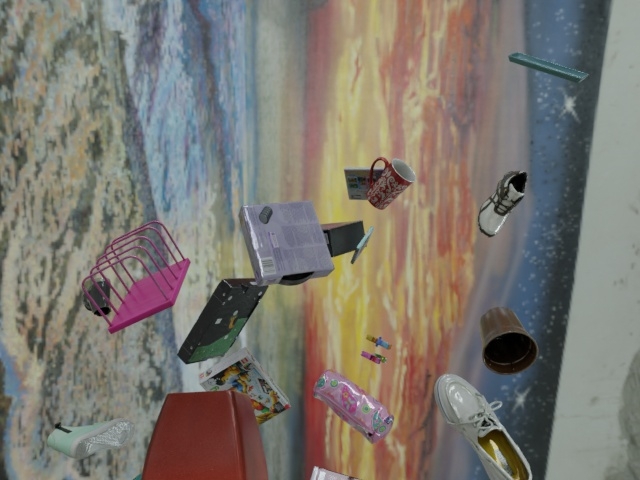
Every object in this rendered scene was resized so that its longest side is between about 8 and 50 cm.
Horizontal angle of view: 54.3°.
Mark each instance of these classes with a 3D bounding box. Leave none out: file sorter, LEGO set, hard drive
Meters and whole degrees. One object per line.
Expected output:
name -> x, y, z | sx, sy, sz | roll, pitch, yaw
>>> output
file sorter -> -0.529, 0.089, 1.799 | 0.182, 0.202, 0.290 | 62, 8, -21
LEGO set -> 0.194, 0.381, 2.220 | 0.087, 0.093, 0.227 | -65, 164, -5
hard drive -> -0.348, 0.283, 2.231 | 0.064, 0.237, 0.339 | 38, -74, 24

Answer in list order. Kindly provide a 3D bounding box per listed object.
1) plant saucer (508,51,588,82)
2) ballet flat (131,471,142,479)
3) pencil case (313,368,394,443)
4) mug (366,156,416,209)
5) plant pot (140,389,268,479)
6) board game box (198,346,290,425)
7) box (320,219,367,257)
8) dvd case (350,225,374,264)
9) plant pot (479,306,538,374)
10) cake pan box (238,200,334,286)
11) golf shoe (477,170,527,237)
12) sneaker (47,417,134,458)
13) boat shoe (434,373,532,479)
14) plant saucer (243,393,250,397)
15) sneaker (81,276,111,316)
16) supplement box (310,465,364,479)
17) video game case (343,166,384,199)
plant saucer -> 0.567, -0.433, 1.561 | 0.192, 0.067, 0.018 | 29, -54, 25
ballet flat -> -0.544, 0.827, 1.617 | 0.483, 0.164, 0.182 | -51, 151, -46
pencil case -> 0.107, 0.544, 2.045 | 0.284, 0.124, 0.124 | 34, -43, 29
mug -> 0.243, -0.213, 2.270 | 0.169, 0.113, 0.150 | -49, -123, 34
plant pot -> -0.292, 0.521, 1.635 | 0.267, 0.267, 0.236 | 66, 22, -70
board game box -> -0.262, 0.527, 2.178 | 0.305, 0.193, 0.053 | 57, 4, -32
box -> 0.000, 0.000, 2.162 | 0.261, 0.184, 0.103 | -4, -80, 44
dvd case -> 0.124, 0.015, 1.865 | 0.087, 0.013, 0.119 | -54, 172, -24
plant pot -> 0.576, 0.303, 1.952 | 0.165, 0.167, 0.167 | -85, 179, -62
cake pan box -> -0.106, 0.007, 1.935 | 0.070, 0.246, 0.267 | -55, -131, 56
golf shoe -> 0.480, -0.102, 1.635 | 0.198, 0.077, 0.094 | -63, -177, -9
sneaker -> -0.689, 0.577, 1.873 | 0.256, 0.151, 0.094 | 7, 89, -63
boat shoe -> 0.445, 0.510, 1.698 | 0.367, 0.136, 0.156 | 60, -17, 27
plant saucer -> -0.261, 0.507, 1.879 | 0.021, 0.119, 0.119 | 54, -28, 30
sneaker -> -0.787, 0.228, 2.184 | 0.222, 0.083, 0.118 | -49, -134, 50
supplement box -> 0.080, 0.660, 1.535 | 0.073, 0.239, 0.130 | 97, 10, -45
video game case -> 0.175, -0.216, 2.374 | 0.019, 0.157, 0.143 | -65, 151, -47
